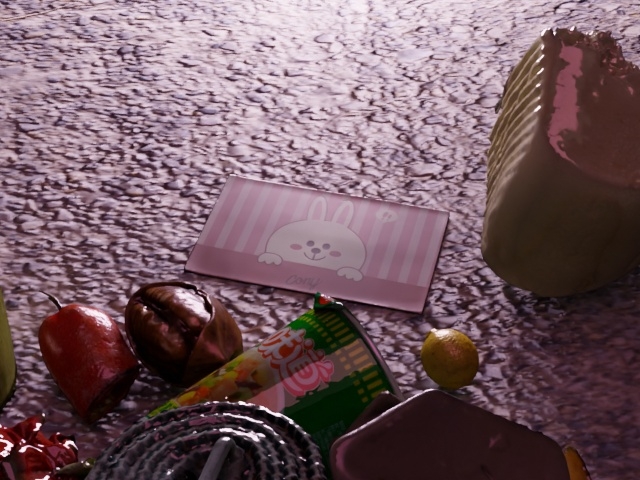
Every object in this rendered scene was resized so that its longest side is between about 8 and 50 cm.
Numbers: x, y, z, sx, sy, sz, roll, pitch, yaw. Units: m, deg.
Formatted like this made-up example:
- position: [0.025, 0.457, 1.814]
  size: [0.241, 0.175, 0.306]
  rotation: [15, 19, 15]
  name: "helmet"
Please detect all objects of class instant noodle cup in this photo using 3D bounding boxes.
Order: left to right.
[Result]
- position: [-0.054, 0.190, 1.323]
  size: [0.233, 0.207, 0.207]
  rotation: [-25, 47, -16]
  name: "instant noodle cup"

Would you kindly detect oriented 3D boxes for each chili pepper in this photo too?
- position: [-0.268, 0.114, 1.471]
  size: [0.086, 0.084, 0.192]
  rotation: [-20, 50, -29]
  name: "chili pepper"

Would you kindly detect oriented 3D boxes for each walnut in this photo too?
- position: [-0.147, 0.104, 1.443]
  size: [0.116, 0.115, 0.207]
  rotation: [-20, 22, -23]
  name: "walnut"

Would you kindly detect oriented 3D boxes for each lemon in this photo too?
- position: [0.143, 0.130, 1.484]
  size: [0.062, 0.062, 0.083]
  rotation: [-20, 53, -23]
  name: "lemon"

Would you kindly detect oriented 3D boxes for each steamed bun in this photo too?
- position: [0.341, -0.081, 1.578]
  size: [0.272, 0.290, 0.273]
  rotation: [11, 60, 2]
  name: "steamed bun"

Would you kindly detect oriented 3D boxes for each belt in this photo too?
- position: [-0.102, 0.257, 1.069]
  size: [0.207, 0.160, 0.295]
  rotation: [9, 35, 15]
  name: "belt"

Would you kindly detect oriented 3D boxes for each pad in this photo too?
- position: [0.000, 0.000, 1.672]
  size: [0.300, 0.005, 0.202]
  rotation: [10, 42, 10]
  name: "pad"

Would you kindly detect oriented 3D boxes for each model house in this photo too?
- position: [0.102, 0.208, 1.174]
  size: [0.229, 0.188, 0.122]
  rotation: [22, 74, -9]
  name: "model house"

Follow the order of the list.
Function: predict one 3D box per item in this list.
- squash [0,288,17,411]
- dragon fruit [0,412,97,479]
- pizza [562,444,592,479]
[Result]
- position: [-0.444, 0.119, 1.436]
  size: [0.220, 0.133, 0.220]
  rotation: [-4, 40, 3]
  name: "squash"
- position: [-0.315, 0.292, 1.204]
  size: [0.293, 0.234, 0.234]
  rotation: [-42, 51, -1]
  name: "dragon fruit"
- position: [0.154, 0.317, 1.252]
  size: [0.223, 0.089, 0.323]
  rotation: [12, 42, 8]
  name: "pizza"
